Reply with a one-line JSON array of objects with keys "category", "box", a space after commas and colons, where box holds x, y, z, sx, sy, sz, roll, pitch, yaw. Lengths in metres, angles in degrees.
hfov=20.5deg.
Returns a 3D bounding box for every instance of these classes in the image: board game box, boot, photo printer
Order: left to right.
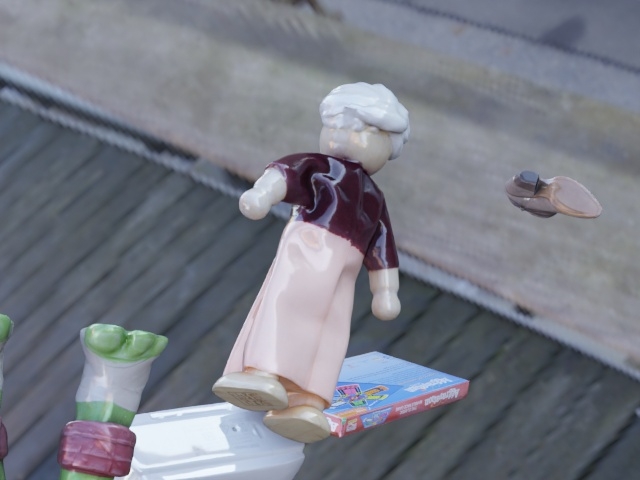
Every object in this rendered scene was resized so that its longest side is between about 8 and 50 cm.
[{"category": "photo printer", "box": [-0.186, 0.326, 2.099, 0.107, 0.256, 0.307, 58, 133, 31]}, {"category": "board game box", "box": [0.046, 0.181, 2.119, 0.145, 0.281, 0.027, 15, 103, 33]}, {"category": "boot", "box": [0.272, -0.046, 2.075, 0.118, 0.087, 0.042, 29, 75, 12]}]

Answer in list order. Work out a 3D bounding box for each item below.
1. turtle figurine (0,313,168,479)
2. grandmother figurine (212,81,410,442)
[{"category": "turtle figurine", "box": [-0.174, 0.173, 0.973, 0.198, 0.275, 0.266, 0, 80, 32]}, {"category": "grandmother figurine", "box": [0.000, 0.000, 1.630, 0.104, 0.208, 0.342, 1, 61, 36]}]
